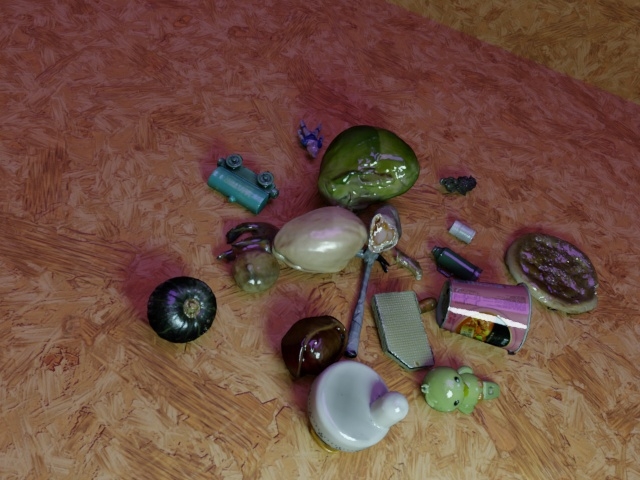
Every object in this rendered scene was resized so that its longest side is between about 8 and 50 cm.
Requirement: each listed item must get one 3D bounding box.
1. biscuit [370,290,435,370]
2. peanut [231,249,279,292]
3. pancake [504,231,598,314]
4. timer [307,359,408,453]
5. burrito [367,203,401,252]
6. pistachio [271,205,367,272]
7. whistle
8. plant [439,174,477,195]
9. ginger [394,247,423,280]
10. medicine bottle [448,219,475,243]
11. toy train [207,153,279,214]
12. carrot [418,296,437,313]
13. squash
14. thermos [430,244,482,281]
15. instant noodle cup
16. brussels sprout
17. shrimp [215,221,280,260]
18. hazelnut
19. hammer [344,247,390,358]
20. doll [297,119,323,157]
[{"bbox_3d":[0.255,0.283,1.729,0.150,0.052,0.253,-6,65,-18],"label":"biscuit"},{"bbox_3d":[-0.199,0.094,1.710,0.159,0.109,0.141,-10,66,-39],"label":"peanut"},{"bbox_3d":[0.887,0.115,2.094,0.381,0.071,0.383,9,50,-11],"label":"pancake"},{"bbox_3d":[0.089,0.425,1.445,0.233,0.240,0.234,14,52,-19],"label":"timer"},{"bbox_3d":[0.221,-0.040,1.894,0.105,0.144,0.299,-3,9,12],"label":"burrito"},{"bbox_3d":[0.000,0.000,1.788,0.317,0.193,0.214,-5,86,-18],"label":"pistachio"},{"bbox_3d":[0.423,0.438,1.627,0.293,0.141,0.141,5,51,-16],"label":"whistle"},{"bbox_3d":[0.563,-0.228,2.260,0.174,0.087,0.085,-2,23,-27],"label":"plant"},{"bbox_3d":[0.306,0.080,1.941,0.137,0.044,0.057,39,21,6],"label":"ginger"},{"bbox_3d":[0.537,-0.033,2.100,0.089,0.057,0.057,31,49,7],"label":"medicine bottle"},{"bbox_3d":[-0.272,-0.193,1.931,0.248,0.101,0.159,29,62,7],"label":"toy train"},{"bbox_3d":[0.303,0.229,1.814,0.190,0.047,0.047,-16,59,-26],"label":"carrot"},{"bbox_3d":[-0.382,0.189,1.530,0.193,0.156,0.194,-2,96,-24],"label":"squash"},{"bbox_3d":[0.479,0.086,1.981,0.187,0.083,0.073,36,28,13],"label":"thermos"},{"bbox_3d":[0.518,0.227,1.793,0.254,0.244,0.244,11,49,0],"label":"instant noodle cup"},{"bbox_3d":[0.158,-0.249,1.993,0.371,0.276,0.315,-30,61,-7],"label":"brussels sprout"},{"bbox_3d":[-0.237,-0.009,1.812,0.254,0.059,0.145,-12,54,-27],"label":"shrimp"},{"bbox_3d":[-0.014,0.297,1.563,0.201,0.170,0.161,-17,53,-16],"label":"hazelnut"},{"bbox_3d":[0.123,0.190,1.789,0.152,0.044,0.427,21,50,-3],"label":"hammer"},{"bbox_3d":[-0.040,-0.399,2.200,0.113,0.057,0.228,14,40,-16],"label":"doll"}]
